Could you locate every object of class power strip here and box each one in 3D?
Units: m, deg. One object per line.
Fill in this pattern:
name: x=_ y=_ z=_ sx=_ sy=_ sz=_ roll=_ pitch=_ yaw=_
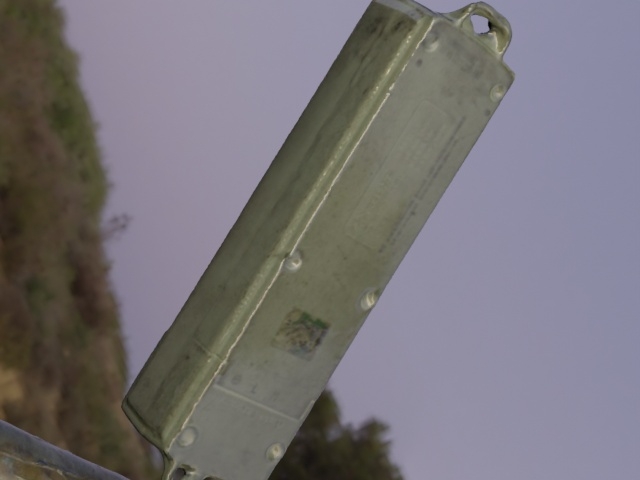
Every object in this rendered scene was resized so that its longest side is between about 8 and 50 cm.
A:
power strip: x=0.000 y=0.000 z=0.747 sx=0.078 sy=0.272 sz=0.052 roll=29 pitch=3 yaw=-43

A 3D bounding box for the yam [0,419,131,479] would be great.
yam: x=-0.278 y=0.170 z=1.213 sx=0.371 sy=0.083 sz=0.083 roll=32 pitch=8 yaw=-36
